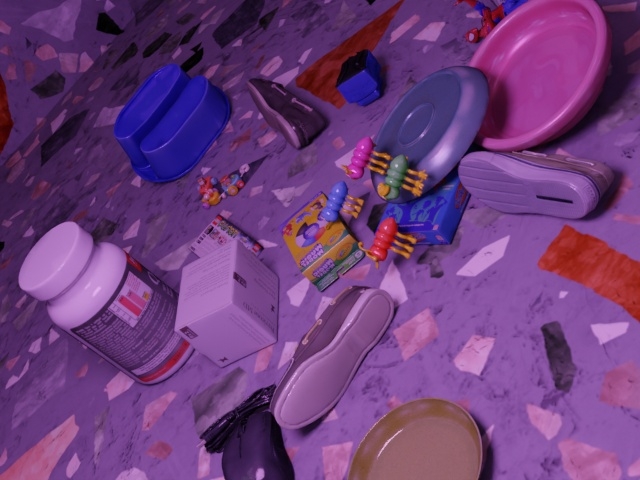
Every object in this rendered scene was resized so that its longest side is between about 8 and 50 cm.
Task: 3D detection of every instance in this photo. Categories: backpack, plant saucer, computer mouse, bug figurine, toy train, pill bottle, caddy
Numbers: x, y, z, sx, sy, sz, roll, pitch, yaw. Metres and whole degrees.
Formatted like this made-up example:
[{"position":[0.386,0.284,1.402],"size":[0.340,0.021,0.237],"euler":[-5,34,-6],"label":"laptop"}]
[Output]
[{"position":[0.095,-0.383,2.141],"size":[0.098,0.101,0.120],"euler":[-24,36,25],"label":"backpack"},{"position":[0.200,-0.220,1.792],"size":[0.317,0.044,0.317],"euler":[-40,30,30],"label":"plant saucer"},{"position":[0.148,0.354,1.386],"size":[0.241,0.037,0.241],"euler":[-27,39,24],"label":"plant saucer"},{"position":[-0.133,0.379,1.619],"size":[0.188,0.072,0.272],"euler":[-39,35,7],"label":"computer mouse"},{"position":[0.410,-0.306,1.708],"size":[0.332,0.084,0.332],"euler":[-33,43,37],"label":"plant saucer"},{"position":[0.091,-0.082,1.737],"size":[0.279,0.072,0.216],"euler":[40,114,52],"label":"bug figurine"},{"position":[-0.262,-0.148,2.315],"size":[0.166,0.046,0.125],"euler":[-23,41,30],"label":"toy train"},{"position":[-0.444,0.134,1.934],"size":[0.210,0.363,0.210],"euler":[-27,39,24],"label":"pill bottle"},{"position":[-0.407,-0.322,2.537],"size":[0.241,0.179,0.341],"euler":[28,75,30],"label":"caddy"}]

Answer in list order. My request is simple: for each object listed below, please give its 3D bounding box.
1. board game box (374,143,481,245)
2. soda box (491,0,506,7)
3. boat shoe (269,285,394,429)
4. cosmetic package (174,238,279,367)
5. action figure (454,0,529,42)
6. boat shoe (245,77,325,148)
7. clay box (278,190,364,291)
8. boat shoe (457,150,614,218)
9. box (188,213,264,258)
[{"position":[0.212,-0.087,1.763],"size":[0.160,0.047,0.210],"euler":[-4,51,45],"label":"board game box"},{"position":[0.389,-0.644,2.114],"size":[0.098,0.091,0.286],"euler":[-36,35,14],"label":"soda box"},{"position":[0.010,0.204,1.626],"size":[0.305,0.109,0.091],"euler":[-50,34,-17],"label":"boat shoe"},{"position":[-0.189,0.129,1.863],"size":[0.151,0.151,0.183],"euler":[-28,39,23],"label":"cosmetic package"},{"position":[0.384,-0.509,1.906],"size":[0.280,0.139,0.091],"euler":[-36,48,46],"label":"action figure"},{"position":[-0.088,-0.332,2.287],"size":[0.095,0.112,0.335],"euler":[-29,39,-8],"label":"boat shoe"},{"position":[0.000,0.000,1.887],"size":[0.127,0.053,0.222],"euler":[-40,34,6],"label":"clay box"},{"position":[0.373,-0.105,1.592],"size":[0.094,0.109,0.302],"euler":[-33,32,-27],"label":"boat shoe"},{"position":[-0.222,0.018,2.112],"size":[0.114,0.036,0.207],"euler":[-49,35,-6],"label":"box"}]
